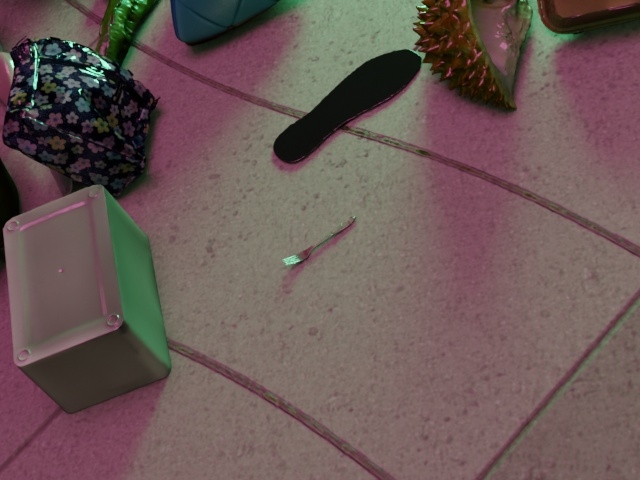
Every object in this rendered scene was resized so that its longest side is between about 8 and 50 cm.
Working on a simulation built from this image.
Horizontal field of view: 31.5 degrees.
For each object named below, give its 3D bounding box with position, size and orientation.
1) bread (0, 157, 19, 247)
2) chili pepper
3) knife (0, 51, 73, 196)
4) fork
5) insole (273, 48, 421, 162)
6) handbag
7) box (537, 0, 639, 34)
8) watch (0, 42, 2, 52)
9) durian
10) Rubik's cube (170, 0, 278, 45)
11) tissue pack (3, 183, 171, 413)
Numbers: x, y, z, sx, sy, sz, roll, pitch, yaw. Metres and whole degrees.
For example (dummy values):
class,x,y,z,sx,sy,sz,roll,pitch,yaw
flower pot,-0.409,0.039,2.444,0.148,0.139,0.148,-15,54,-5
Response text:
class,x,y,z,sx,sy,sz,roll,pitch,yaw
bread,-0.638,-0.041,1.669,0.366,0.129,0.381,-18,49,-1
chili pepper,-0.330,-0.347,1.828,0.085,0.076,0.359,26,66,-2
knife,-0.442,-0.192,1.773,0.336,0.043,0.081,49,117,34
fork,0.000,0.001,1.501,0.115,0.012,0.016,-34,56,-9
insole,0.037,-0.196,1.623,0.253,0.005,0.086,-37,52,-6
handbag,-0.356,-0.188,1.656,0.127,0.229,0.207,-47,32,37
box,0.381,-0.342,1.531,0.177,0.111,0.111,-9,55,15
watch,-0.663,-0.353,1.891,0.231,0.196,0.244,-10,51,6
durian,0.220,-0.334,1.561,0.167,0.172,0.306,15,53,2
Rubik's cube,-0.127,-0.450,1.724,0.255,0.254,0.254,-10,55,15
tissue pack,-0.311,0.074,1.492,0.160,0.136,0.246,-21,53,7
